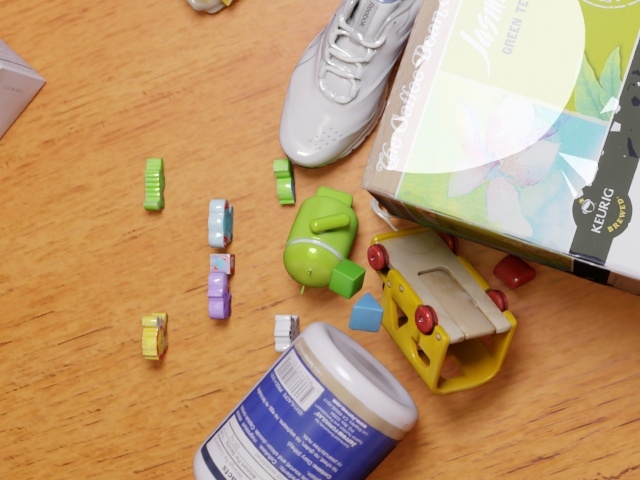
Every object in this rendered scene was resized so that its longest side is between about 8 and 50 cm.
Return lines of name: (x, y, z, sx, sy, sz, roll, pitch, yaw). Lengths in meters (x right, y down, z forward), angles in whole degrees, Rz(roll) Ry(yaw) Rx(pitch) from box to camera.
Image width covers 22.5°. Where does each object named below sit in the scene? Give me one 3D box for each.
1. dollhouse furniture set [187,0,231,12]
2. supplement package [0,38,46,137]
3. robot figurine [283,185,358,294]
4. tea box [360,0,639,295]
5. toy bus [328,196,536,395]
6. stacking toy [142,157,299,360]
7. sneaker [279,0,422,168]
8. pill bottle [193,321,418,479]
dollhouse furniture set: (-0.138, -0.412, 1.690, 0.197, 0.151, 0.301, -35, 84, 10)
supplement package: (-0.449, -0.210, 1.762, 0.244, 0.139, 0.134, 42, 97, 10)
robot figurine: (0.000, 0.000, 1.691, 0.067, 0.101, 0.115, 18, 57, 3)
tea box: (0.248, -0.142, 1.564, 0.323, 0.220, 0.329, 17, 88, 11)
toy bus: (0.110, 0.067, 1.661, 0.191, 0.202, 0.104, 19, 128, 8)
stacking toy: (-0.110, 0.019, 1.736, 0.167, 0.052, 0.221, -1, 89, 11)
sneaker: (0.040, -0.210, 1.666, 0.111, 0.129, 0.297, 30, 97, 8)
pill bottle: (-0.037, 0.226, 1.670, 0.153, 0.153, 0.265, 43, 98, 8)
